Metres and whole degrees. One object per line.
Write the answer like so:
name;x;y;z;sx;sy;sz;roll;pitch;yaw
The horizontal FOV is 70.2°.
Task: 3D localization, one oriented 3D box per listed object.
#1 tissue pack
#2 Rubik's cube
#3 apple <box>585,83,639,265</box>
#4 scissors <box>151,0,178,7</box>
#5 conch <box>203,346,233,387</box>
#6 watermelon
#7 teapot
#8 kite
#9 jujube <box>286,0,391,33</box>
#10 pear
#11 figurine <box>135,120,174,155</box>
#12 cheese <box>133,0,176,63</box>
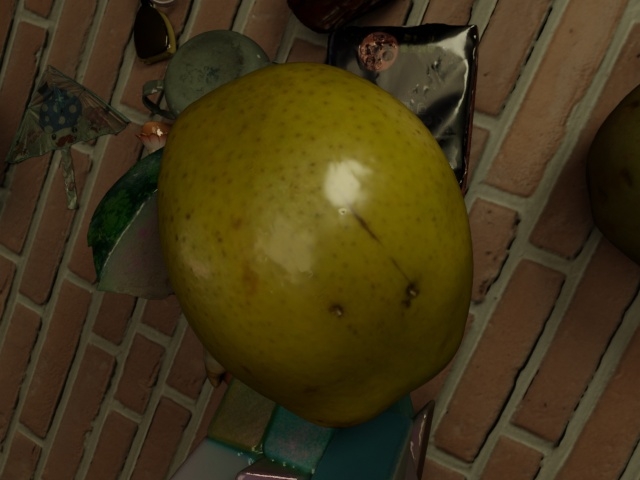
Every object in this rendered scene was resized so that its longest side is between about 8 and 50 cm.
tissue pack;0.120;-0.175;0.741;0.245;0.123;0.332;8;95;17
Rubik's cube;-0.009;0.343;0.697;0.387;0.358;0.368;44;99;20
apple;0.518;-0.088;0.547;0.339;0.305;0.338;1;92;15
scissors;-0.352;-0.547;0.851;0.242;0.030;0.118;36;85;-8
conch;-0.152;0.163;0.852;0.158;0.127;0.255;18;123;-16
watermelon;-0.211;-0.068;0.732;0.222;0.292;0.319;23;83;35
teapot;-0.172;-0.266;0.801;0.294;0.129;0.193;-8;71;11
kite;-0.549;-0.223;0.973;0.335;0.011;0.314;-10;91;16
jujube;0.065;-0.463;0.705;0.290;0.197;0.197;-39;83;30
pear;0.000;0.000;0.543;0.362;0.362;0.418;-26;94;15
figurine;-0.309;-0.131;0.869;0.111;0.102;0.194;5;98;37
cheese;-0.333;-0.434;0.889;0.086;0.036;0.162;-11;90;17
